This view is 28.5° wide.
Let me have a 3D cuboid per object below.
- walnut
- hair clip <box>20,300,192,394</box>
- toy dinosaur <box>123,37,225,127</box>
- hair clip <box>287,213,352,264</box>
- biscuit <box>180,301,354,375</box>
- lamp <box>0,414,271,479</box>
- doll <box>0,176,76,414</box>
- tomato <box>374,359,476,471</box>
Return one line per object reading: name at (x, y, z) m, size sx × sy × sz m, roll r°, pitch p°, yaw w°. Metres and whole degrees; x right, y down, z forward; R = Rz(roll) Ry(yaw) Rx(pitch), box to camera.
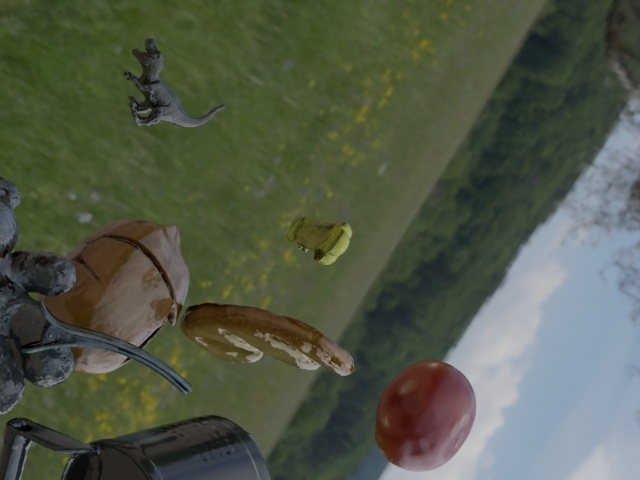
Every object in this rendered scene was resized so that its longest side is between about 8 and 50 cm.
walnut at (-0.325, 0.076, 1.989) m, size 0.298 × 0.203 × 0.203 m, roll -53°, pitch 176°, yaw -24°
hair clip at (-0.267, 0.147, 1.633) m, size 0.070 × 0.229 × 0.039 m, roll -69°, pitch -163°, yaw 1°
toy dinosaur at (-0.266, -0.279, 2.315) m, size 0.087 × 0.179 × 0.187 m, roll -114°, pitch -166°, yaw -52°
hair clip at (0.000, 0.000, 1.850) m, size 0.072 × 0.046 × 0.173 m, roll -59°, pitch -159°, yaw -8°
biscuit at (-0.097, 0.152, 1.969) m, size 0.154 × 0.299 × 0.045 m, roll 50°, pitch 54°, yaw -40°
lamp at (-0.206, 0.340, 1.662) m, size 0.272 × 0.374 × 0.205 m, roll -27°, pitch 137°, yaw -67°
doll at (-0.455, 0.058, 1.693) m, size 0.246 × 0.340 × 0.158 m, roll -22°, pitch 150°, yaw -15°
tomato at (0.175, 0.291, 2.070) m, size 0.195 × 0.136 × 0.195 m, roll -37°, pitch 146°, yaw -31°
